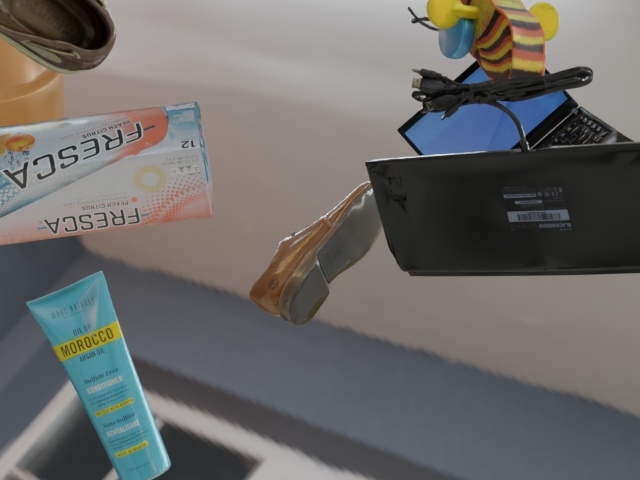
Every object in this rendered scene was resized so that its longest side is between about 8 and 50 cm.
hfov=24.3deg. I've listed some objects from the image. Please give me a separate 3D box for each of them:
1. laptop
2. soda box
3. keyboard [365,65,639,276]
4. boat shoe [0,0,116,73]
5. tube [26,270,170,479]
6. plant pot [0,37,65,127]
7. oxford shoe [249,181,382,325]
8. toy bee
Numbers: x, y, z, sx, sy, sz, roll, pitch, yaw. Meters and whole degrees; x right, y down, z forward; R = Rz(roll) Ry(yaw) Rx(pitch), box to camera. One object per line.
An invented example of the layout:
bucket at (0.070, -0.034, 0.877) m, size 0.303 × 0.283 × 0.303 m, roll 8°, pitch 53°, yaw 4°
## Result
laptop at (0.283, -0.149, 2.174) m, size 0.136 × 0.234 × 0.264 m, roll 48°, pitch 2°, yaw -31°
soda box at (-0.166, -0.043, 1.004) m, size 0.058 × 0.183 × 0.063 m, roll -101°, pitch -176°, yaw -50°
keyboard at (0.182, -0.062, 1.266) m, size 0.317 × 0.033 × 0.201 m, roll -2°, pitch -64°, yaw 31°
boat shoe at (-0.269, -0.218, 1.164) m, size 0.257 × 0.095 × 0.095 m, roll 26°, pitch -5°, yaw -26°
tube at (-0.210, 0.139, 1.461) m, size 0.052 × 0.080 × 0.207 m, roll -142°, pitch -151°, yaw -80°
plant pot at (-0.404, -0.235, 1.533) m, size 0.291 × 0.291 × 0.203 m, roll 26°, pitch -58°, yaw 27°
oxford shoe at (0.000, 0.000, 1.595) m, size 0.076 × 0.212 × 0.076 m, roll 17°, pitch -42°, yaw 34°
toy bee at (0.213, -0.321, 2.010) m, size 0.298 × 0.195 × 0.162 m, roll 33°, pitch -60°, yaw 37°
